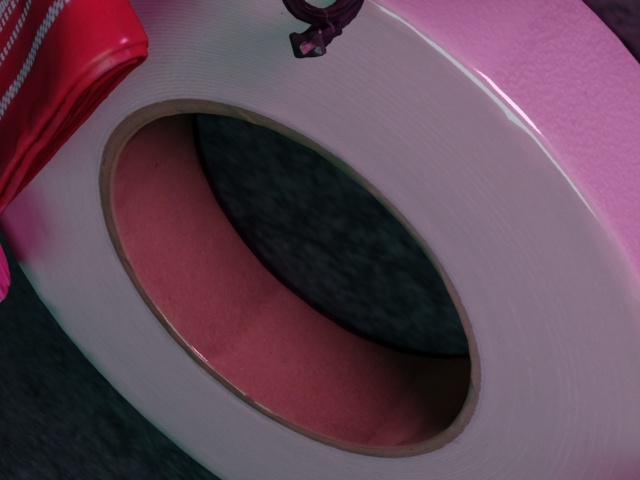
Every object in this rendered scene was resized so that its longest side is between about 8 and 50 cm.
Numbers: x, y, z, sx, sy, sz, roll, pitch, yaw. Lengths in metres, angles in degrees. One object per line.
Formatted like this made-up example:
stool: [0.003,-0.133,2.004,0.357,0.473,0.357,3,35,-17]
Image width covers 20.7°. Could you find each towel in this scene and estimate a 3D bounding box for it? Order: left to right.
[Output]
towel: [-0.171,-0.154,0.755,0.199,0.031,0.275,-37,76,54]

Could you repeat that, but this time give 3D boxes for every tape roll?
tape roll: [0.000,0.000,0.810,0.392,0.072,0.392,25,142,21]

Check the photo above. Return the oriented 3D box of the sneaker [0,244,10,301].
sneaker: [-0.246,-0.024,0.914,0.252,0.111,0.103,41,154,48]

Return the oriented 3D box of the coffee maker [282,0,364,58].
coffee maker: [0.058,-0.153,0.551,0.178,0.120,0.171,6,134,38]
